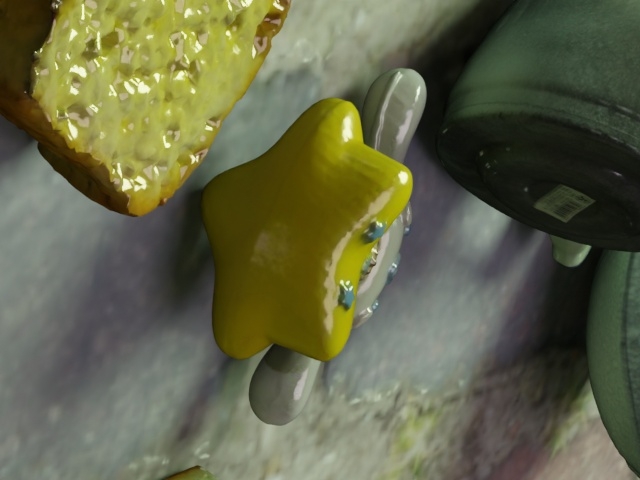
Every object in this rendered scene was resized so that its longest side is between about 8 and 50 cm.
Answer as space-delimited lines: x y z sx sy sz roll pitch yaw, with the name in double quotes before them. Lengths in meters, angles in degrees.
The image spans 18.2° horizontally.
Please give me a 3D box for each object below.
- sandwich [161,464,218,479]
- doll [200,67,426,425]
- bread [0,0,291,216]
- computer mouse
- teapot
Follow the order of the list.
"sandwich" -0.066 0.182 0.697 0.187 0.117 0.144 -19 121 -44
"doll" -0.003 0.007 0.729 0.113 0.071 0.135 -34 143 -59
"bread" -0.044 -0.104 0.604 0.103 0.065 0.187 27 91 -51
"computer mouse" 0.165 -0.001 0.912 0.113 0.068 0.229 27 77 -71
"teapot" 0.121 -0.053 0.797 0.149 0.111 0.108 42 63 -46
